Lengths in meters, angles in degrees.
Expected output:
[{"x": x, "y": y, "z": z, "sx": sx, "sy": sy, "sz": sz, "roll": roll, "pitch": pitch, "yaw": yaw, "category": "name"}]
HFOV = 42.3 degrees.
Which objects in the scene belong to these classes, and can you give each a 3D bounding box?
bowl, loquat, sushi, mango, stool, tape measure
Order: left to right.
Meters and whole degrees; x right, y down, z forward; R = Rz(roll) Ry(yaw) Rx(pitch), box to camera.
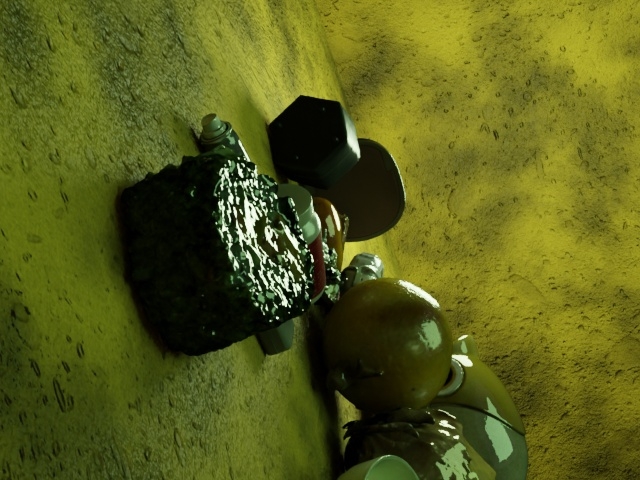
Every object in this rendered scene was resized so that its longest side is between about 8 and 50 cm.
[{"x": -0.151, "y": 0.012, "z": 1.266, "sx": 0.352, "sy": 0.178, "sz": 0.294, "roll": -6, "pitch": 77, "yaw": -74, "category": "sushi"}, {"x": -0.017, "y": 0.039, "z": 1.933, "sx": 0.291, "sy": 0.131, "sz": 0.139, "roll": 55, "pitch": 33, "yaw": -53, "category": "sushi"}, {"x": -0.016, "y": -0.258, "z": 2.150, "sx": 0.141, "sy": 0.232, "sz": 0.232, "roll": 45, "pitch": 30, "yaw": -63, "category": "stool"}, {"x": -0.001, "y": -0.001, "z": 2.090, "sx": 0.151, "sy": 0.120, "sz": 0.221, "roll": -53, "pitch": 133, "yaw": -77, "category": "mango"}, {"x": 0.107, "y": 0.134, "z": 2.193, "sx": 0.197, "sy": 0.120, "sz": 0.236, "roll": -61, "pitch": 162, "yaw": -54, "category": "tape measure"}, {"x": 0.093, "y": 0.563, "z": 1.610, "sx": 0.277, "sy": 0.145, "sz": 0.277, "roll": 24, "pitch": 59, "yaw": -48, "category": "bowl"}, {"x": 0.141, "y": 0.265, "z": 1.957, "sx": 0.359, "sy": 0.328, "sz": 0.328, "roll": -29, "pitch": 104, "yaw": -42, "category": "loquat"}]

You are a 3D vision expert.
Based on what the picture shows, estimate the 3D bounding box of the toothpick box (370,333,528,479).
[{"x": 0.335, "y": 0.509, "z": 2.246, "sx": 0.409, "sy": 0.409, "sz": 0.425, "roll": 46, "pitch": 24, "yaw": -65, "category": "toothpick box"}]

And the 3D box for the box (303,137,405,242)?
[{"x": 0.096, "y": -0.161, "z": 2.407, "sx": 0.216, "sy": 0.301, "sz": 0.301, "roll": -90, "pitch": 161, "yaw": -75, "category": "box"}]

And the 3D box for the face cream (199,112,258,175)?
[{"x": -0.163, "y": -0.128, "z": 1.642, "sx": 0.073, "sy": 0.073, "sz": 0.283, "roll": -91, "pitch": 161, "yaw": -51, "category": "face cream"}]

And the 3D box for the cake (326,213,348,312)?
[{"x": 0.033, "y": 0.046, "z": 2.230, "sx": 0.116, "sy": 0.112, "sz": 0.295, "roll": -7, "pitch": 93, "yaw": -76, "category": "cake"}]

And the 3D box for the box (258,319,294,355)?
[{"x": -0.118, "y": 0.098, "z": 1.587, "sx": 0.103, "sy": 0.055, "sz": 0.244, "roll": -84, "pitch": 154, "yaw": -63, "category": "box"}]

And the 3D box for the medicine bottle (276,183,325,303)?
[{"x": -0.060, "y": 0.015, "z": 1.650, "sx": 0.131, "sy": 0.131, "sz": 0.250, "roll": -94, "pitch": 179, "yaw": -45, "category": "medicine bottle"}]

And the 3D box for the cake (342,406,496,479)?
[{"x": 0.184, "y": 0.519, "z": 1.872, "sx": 0.321, "sy": 0.332, "sz": 0.332, "roll": 48, "pitch": 11, "yaw": 6, "category": "cake"}]
